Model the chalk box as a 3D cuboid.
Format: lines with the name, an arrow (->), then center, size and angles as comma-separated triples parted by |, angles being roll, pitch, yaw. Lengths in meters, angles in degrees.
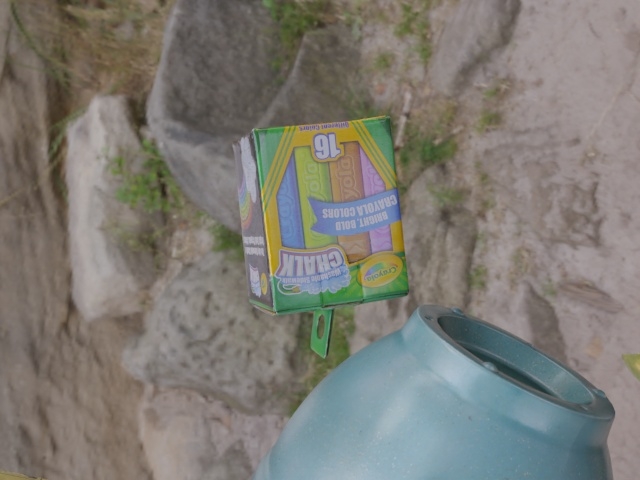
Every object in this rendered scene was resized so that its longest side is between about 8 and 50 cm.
chalk box -> 0.000, 0.000, 0.821 | 0.132, 0.132, 0.213 | -174, 76, -76

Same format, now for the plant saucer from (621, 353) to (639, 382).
plant saucer -> 0.474, 0.164, 1.008 | 0.241, 0.241, 0.037 | -4, 77, 53

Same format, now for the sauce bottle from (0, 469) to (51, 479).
sauce bottle -> -0.229, 0.214, 0.596 | 0.111, 0.344, 0.111 | -20, 55, 32

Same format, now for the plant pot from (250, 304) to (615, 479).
plant pot -> 0.114, 0.175, 0.704 | 0.293, 0.293, 0.196 | 39, 108, 50
